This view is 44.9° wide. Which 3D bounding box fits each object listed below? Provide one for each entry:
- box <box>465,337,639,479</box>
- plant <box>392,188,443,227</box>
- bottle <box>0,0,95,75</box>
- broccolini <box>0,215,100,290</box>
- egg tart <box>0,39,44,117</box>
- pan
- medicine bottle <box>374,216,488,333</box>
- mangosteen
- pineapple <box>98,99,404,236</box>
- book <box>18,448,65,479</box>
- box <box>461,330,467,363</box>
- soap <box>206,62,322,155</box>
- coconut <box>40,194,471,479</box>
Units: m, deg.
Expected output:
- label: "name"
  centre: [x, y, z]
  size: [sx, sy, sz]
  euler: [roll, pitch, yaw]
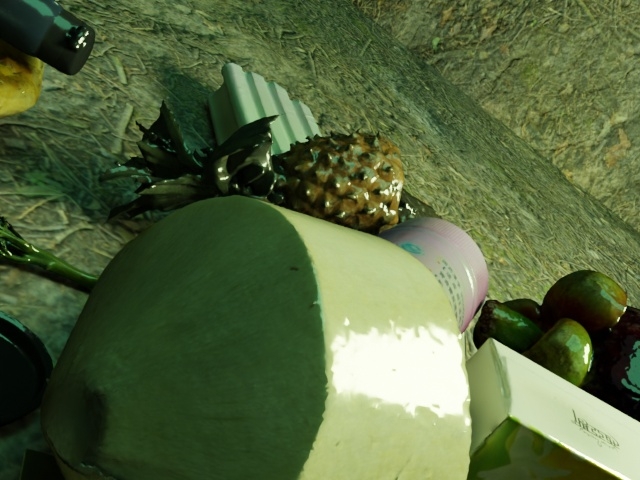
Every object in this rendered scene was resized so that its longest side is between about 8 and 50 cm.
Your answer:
- label: "box"
  centre: [0.157, 0.242, 0.703]
  size: [0.194, 0.260, 0.111]
  euler: [29, 25, -13]
- label: "plant"
  centre: [0.100, -0.025, 1.246]
  size: [0.194, 0.129, 0.132]
  euler: [22, 26, -34]
- label: "bottle"
  centre: [-0.374, -0.276, 0.874]
  size: [0.244, 0.082, 0.072]
  euler: [31, 68, -16]
- label: "broccolini"
  centre: [-0.277, 0.026, 0.796]
  size: [0.239, 0.051, 0.054]
  euler: [30, 8, -25]
- label: "egg tart"
  centre: [-0.476, -0.223, 0.870]
  size: [0.341, 0.129, 0.341]
  euler: [30, 25, -15]
- label: "pan"
  centre: [-0.320, 0.069, 0.676]
  size: [0.136, 0.028, 0.235]
  euler: [3, 44, -50]
- label: "medicine bottle"
  centre: [0.076, 0.072, 0.834]
  size: [0.152, 0.152, 0.254]
  euler: [41, 29, 12]
- label: "mangosteen"
  centre: [0.304, 0.195, 0.936]
  size: [0.300, 0.300, 0.300]
  euler: [28, 26, -15]
- label: "pineapple"
  centre: [-0.080, -0.074, 0.939]
  size: [0.364, 0.166, 0.166]
  euler: [4, 35, -17]
- label: "book"
  centre: [-0.103, 0.275, 0.595]
  size: [0.289, 0.026, 0.201]
  euler: [24, 27, -23]
- label: "box"
  centre: [0.147, 0.166, 1.086]
  size: [0.129, 0.033, 0.247]
  euler: [34, 25, -6]
- label: "soap"
  centre: [-0.085, -0.169, 1.298]
  size: [0.172, 0.095, 0.290]
  euler: [19, 30, -30]
- label: "coconut"
  centre: [-0.048, 0.119, 0.570]
  size: [0.322, 0.323, 0.323]
  euler: [28, 26, -15]
